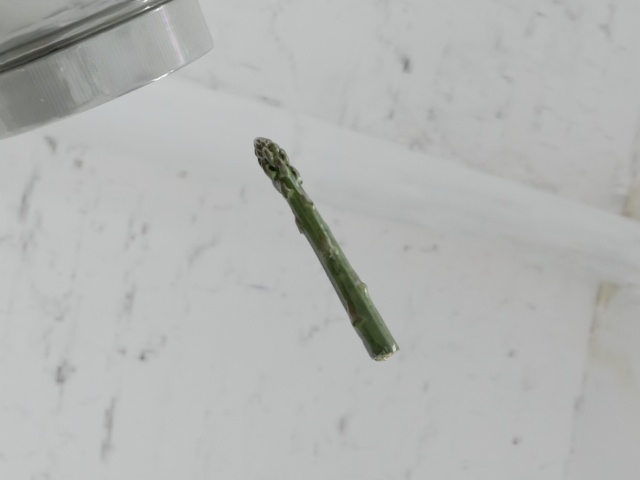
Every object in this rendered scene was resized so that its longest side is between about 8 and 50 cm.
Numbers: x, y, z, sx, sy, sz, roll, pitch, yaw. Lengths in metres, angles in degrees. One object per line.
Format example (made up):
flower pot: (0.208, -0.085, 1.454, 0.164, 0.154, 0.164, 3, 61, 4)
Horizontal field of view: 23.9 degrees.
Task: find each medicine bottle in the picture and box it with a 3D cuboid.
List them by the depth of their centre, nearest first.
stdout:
medicine bottle: (-0.138, -0.174, 0.601, 0.131, 0.131, 0.250, -6, -69, 49)

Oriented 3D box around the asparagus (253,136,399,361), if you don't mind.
asparagus: (0.000, 0.000, 0.621, 0.114, 0.014, 0.015, 61, -38, 19)
